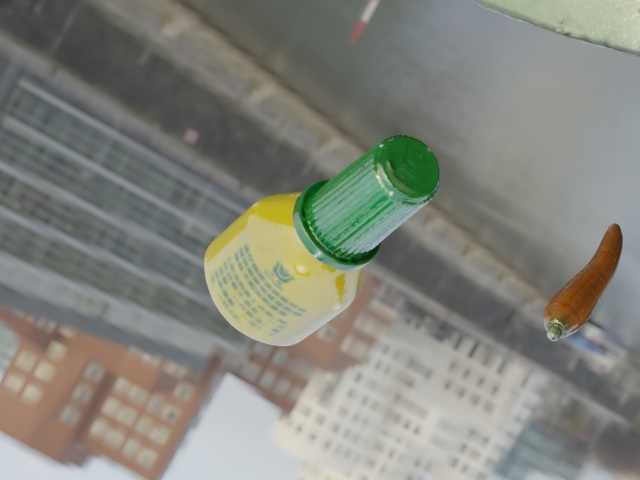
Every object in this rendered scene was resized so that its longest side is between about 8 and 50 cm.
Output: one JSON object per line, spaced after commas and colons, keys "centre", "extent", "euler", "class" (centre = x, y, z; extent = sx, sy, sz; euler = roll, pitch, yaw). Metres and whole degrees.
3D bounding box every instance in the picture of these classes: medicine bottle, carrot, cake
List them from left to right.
{"centre": [0.000, 0.000, 1.353], "extent": [0.111, 0.076, 0.309], "euler": [44, 150, -5], "class": "medicine bottle"}
{"centre": [0.224, 0.036, 1.481], "extent": [0.035, 0.142, 0.035], "euler": [26, 144, 21], "class": "carrot"}
{"centre": [0.232, -0.242, 1.399], "extent": [0.172, 0.158, 0.283], "euler": [18, -166, 19], "class": "cake"}
